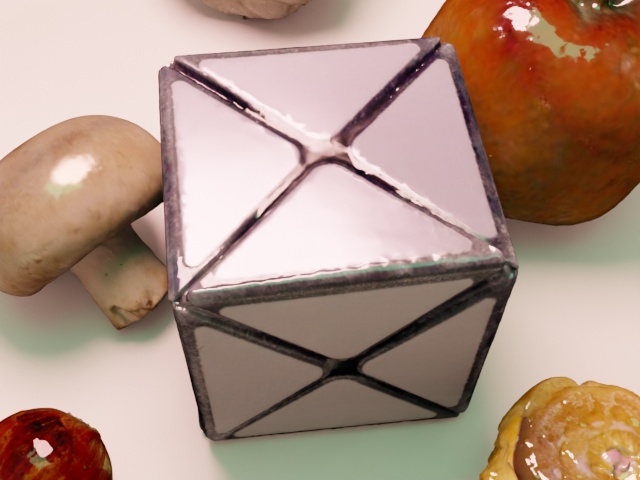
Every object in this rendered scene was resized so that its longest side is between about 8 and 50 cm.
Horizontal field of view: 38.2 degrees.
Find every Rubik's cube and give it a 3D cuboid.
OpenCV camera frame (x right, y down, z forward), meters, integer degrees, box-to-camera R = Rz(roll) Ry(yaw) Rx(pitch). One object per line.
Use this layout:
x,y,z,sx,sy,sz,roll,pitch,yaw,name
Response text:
0.000,0.000,0.800,0.254,0.260,0.259,-6,53,-7,Rubik's cube

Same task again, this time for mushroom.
-0.216,-0.009,0.859,0.204,0.204,0.204,1,55,-1,mushroom

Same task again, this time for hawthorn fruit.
0.235,-0.168,0.895,0.267,0.301,0.268,9,59,-14,hawthorn fruit

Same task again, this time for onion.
-0.227,0.191,0.752,0.117,0.119,0.119,25,58,9,onion

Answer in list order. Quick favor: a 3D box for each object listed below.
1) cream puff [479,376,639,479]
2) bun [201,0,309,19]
0.214,0.209,0.741,0.189,0.129,0.189,4,47,-4,cream puff
-0.057,-0.382,1.092,0.281,0.205,0.282,-27,37,22,bun
